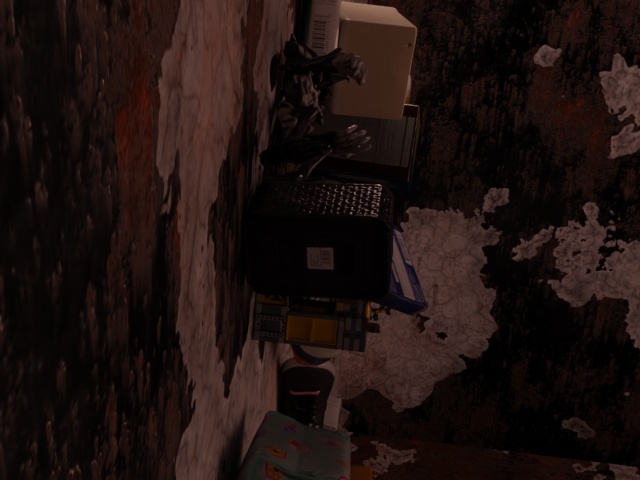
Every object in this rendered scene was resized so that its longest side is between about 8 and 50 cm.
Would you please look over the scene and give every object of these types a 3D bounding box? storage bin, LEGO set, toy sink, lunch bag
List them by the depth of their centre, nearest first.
[{"bbox_3d":[0.000,0.000,1.199,0.084,0.180,0.122,-76,166,-57],"label":"storage bin"},{"bbox_3d":[-0.054,0.392,1.275,0.223,0.160,0.262,-69,176,-85],"label":"lunch bag"},{"bbox_3d":[0.018,0.038,1.442,0.331,0.192,0.255,3,93,-86],"label":"LEGO set"},{"bbox_3d":[0.068,-0.310,1.590,0.234,0.131,0.152,-114,-150,-64],"label":"toy sink"}]

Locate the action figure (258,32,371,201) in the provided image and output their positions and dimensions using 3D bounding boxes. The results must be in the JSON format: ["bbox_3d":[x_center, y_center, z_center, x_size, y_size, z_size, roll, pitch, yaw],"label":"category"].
[{"bbox_3d":[0.002,-0.176,1.310,0.164,0.141,0.275,76,19,-43],"label":"action figure"}]

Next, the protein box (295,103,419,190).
[{"bbox_3d":[0.072,-0.175,1.737,0.200,0.201,0.136,24,75,-84],"label":"protein box"}]

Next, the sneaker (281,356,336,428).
[{"bbox_3d":[-0.028,0.325,1.803,0.296,0.105,0.147,97,-4,-61],"label":"sneaker"}]

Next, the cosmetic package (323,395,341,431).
[{"bbox_3d":[-0.022,0.447,2.038,0.099,0.060,0.239,-80,-171,-60],"label":"cosmetic package"}]

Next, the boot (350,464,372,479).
[{"bbox_3d":[0.003,0.555,1.846,0.104,0.211,0.295,90,8,-48],"label":"boot"}]

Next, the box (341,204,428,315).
[{"bbox_3d":[0.085,0.028,1.376,0.225,0.036,0.136,27,42,-63],"label":"box"}]

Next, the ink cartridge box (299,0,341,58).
[{"bbox_3d":[-0.013,-0.375,1.544,0.225,0.056,0.181,-142,-124,-73],"label":"ink cartridge box"}]

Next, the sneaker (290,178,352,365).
[{"bbox_3d":[-0.009,0.060,1.711,0.148,0.131,0.350,120,-20,-59],"label":"sneaker"}]

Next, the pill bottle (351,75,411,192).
[{"bbox_3d":[0.087,-0.271,1.946,0.334,0.188,0.188,92,6,-49],"label":"pill bottle"}]
